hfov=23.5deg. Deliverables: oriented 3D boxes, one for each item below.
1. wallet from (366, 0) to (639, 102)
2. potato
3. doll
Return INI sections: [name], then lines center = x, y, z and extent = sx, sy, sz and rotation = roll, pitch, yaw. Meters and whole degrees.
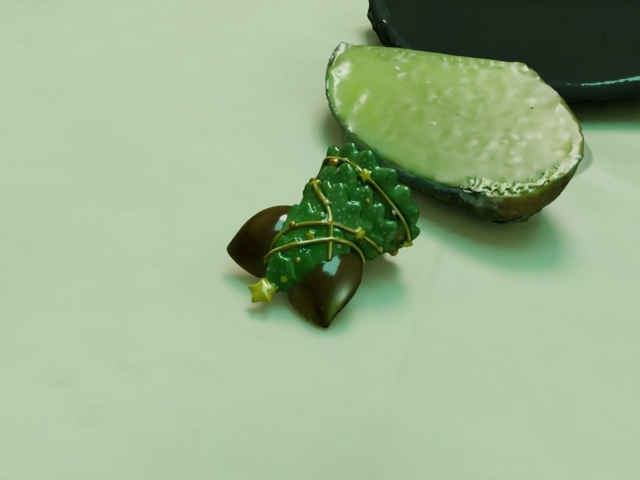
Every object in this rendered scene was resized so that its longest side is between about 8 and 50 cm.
[wallet]
center = 0.182, -0.147, 1.147
extent = 0.285, 0.030, 0.146
rotation = -4, 40, -17
[potato]
center = 0.084, -0.070, 1.005
extent = 0.197, 0.054, 0.119
rotation = 22, 58, 27
[doll]
center = 0.004, -0.009, 0.877
extent = 0.078, 0.077, 0.113
rotation = 38, 42, 19
